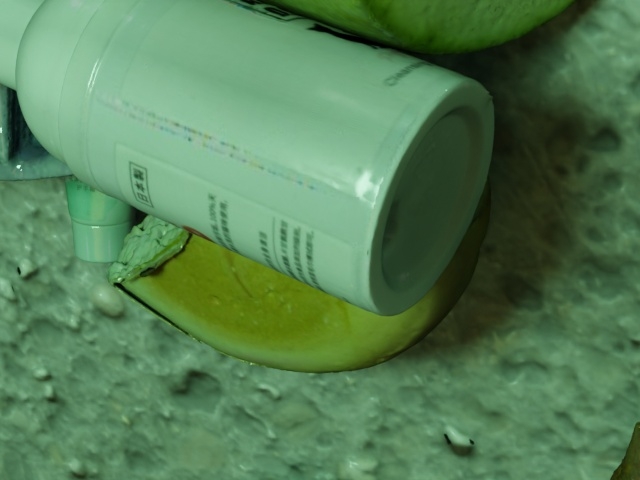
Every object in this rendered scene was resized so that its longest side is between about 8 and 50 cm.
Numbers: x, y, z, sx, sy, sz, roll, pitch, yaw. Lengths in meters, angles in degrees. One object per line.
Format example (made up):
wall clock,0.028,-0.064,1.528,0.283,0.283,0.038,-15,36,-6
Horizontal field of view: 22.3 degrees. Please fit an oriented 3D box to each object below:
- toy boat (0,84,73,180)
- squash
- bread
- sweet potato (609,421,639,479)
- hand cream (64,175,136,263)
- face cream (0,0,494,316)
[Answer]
toy boat,-0.212,-0.106,1.127,0.282,0.078,0.127,4,100,19
squash,0.033,-0.194,0.946,0.204,0.155,0.237,-47,138,9
bread,-0.010,0.004,1.094,0.260,0.158,0.156,11,135,18
sweet potato,0.231,0.220,1.171,0.065,0.051,0.218,14,124,18
hand cream,-0.161,-0.072,1.176,0.076,0.047,0.174,8,112,20
face cream,-0.090,-0.088,0.974,0.369,0.145,0.145,24,127,23
